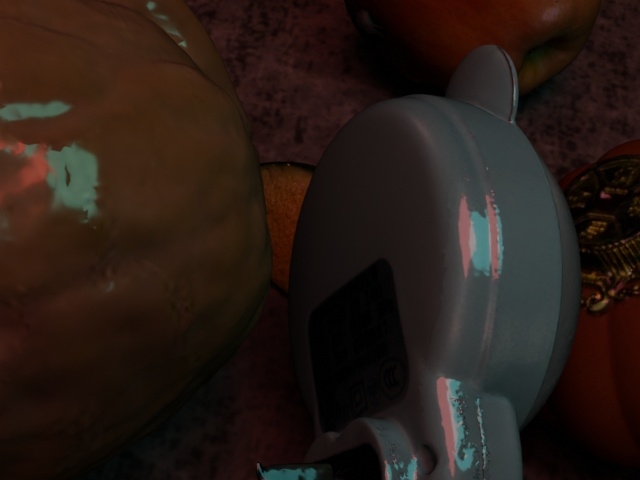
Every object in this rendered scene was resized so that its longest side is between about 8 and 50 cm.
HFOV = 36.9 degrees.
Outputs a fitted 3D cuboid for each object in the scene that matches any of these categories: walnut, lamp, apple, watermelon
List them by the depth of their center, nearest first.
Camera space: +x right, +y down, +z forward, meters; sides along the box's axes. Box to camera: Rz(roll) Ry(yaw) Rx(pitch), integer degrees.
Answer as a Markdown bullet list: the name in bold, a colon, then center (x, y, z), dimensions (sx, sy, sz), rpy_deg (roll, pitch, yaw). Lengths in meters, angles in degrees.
- **lamp**: center (0.053, 0.049, 0.525), dimensions (0.147, 0.209, 0.284), rpy_deg (23, 60, -14)
- **walnut**: center (-0.212, -0.016, 0.531), dimensions (0.381, 0.381, 0.381), rpy_deg (1, 58, -2)
- **lamp**: center (0.217, 0.035, 0.594), dimensions (0.223, 0.196, 0.223), rpy_deg (-26, 39, 23)
- **watermelon**: center (0.006, -0.003, 0.702), dimensions (0.181, 0.075, 0.092), rpy_deg (35, 107, 19)
- **apple**: center (0.123, -0.197, 0.753), dimensions (0.199, 0.199, 0.199), rpy_deg (1, 58, -2)
